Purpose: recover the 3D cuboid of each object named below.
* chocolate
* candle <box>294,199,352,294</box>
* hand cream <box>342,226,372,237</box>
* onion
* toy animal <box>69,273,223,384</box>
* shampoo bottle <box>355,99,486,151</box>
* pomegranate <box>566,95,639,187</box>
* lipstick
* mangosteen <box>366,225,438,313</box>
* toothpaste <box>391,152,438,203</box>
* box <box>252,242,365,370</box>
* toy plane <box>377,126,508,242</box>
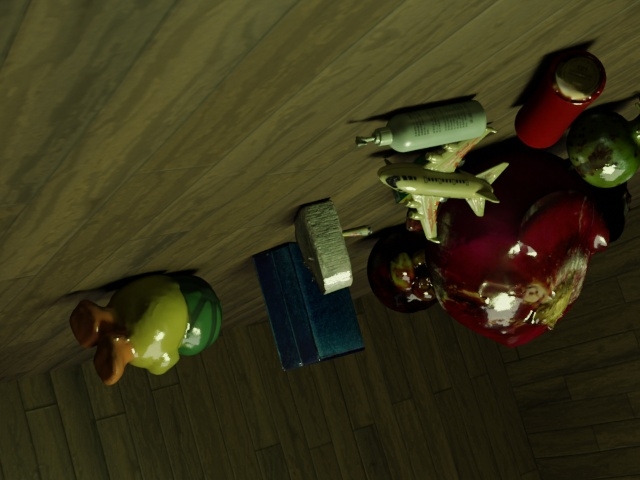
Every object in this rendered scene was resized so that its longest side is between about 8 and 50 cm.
[{"bbox_3d":[0.645,-0.117,2.104,0.206,0.224,0.177,7,-144,44],"label":"chocolate"},{"bbox_3d":[0.000,0.000,1.710,0.068,0.192,0.168,-16,127,-12],"label":"candle"},{"bbox_3d":[0.071,-0.016,2.105,0.102,0.022,0.035,-10,178,-15],"label":"hand cream"},{"bbox_3d":[0.339,-0.024,1.788,0.398,0.398,0.420,-11,-148,-34],"label":"onion"},{"bbox_3d":[-0.348,0.168,1.929,0.338,0.216,0.191,-10,143,-50],"label":"toy animal"},{"bbox_3d":[0.136,-0.156,1.248,0.195,0.056,0.056,-12,170,-20],"label":"shampoo bottle"},{"bbox_3d":[0.521,-0.173,1.593,0.148,0.148,0.169,-10,158,-38],"label":"pomegranate"},{"bbox_3d":[0.339,-0.198,1.282,0.080,0.080,0.241,-16,171,-1],"label":"lipstick"},{"bbox_3d":[0.235,0.078,2.265,0.228,0.228,0.265,-15,-170,-9],"label":"mangosteen"},{"bbox_3d":[0.175,-0.111,1.631,0.037,0.043,0.178,-14,171,-17],"label":"toothpaste"},{"bbox_3d":[-0.024,0.153,2.131,0.116,0.279,0.261,-21,170,24],"label":"box"},{"bbox_3d":[0.197,-0.100,1.491,0.244,0.092,0.229,9,121,-25],"label":"toy plane"}]
